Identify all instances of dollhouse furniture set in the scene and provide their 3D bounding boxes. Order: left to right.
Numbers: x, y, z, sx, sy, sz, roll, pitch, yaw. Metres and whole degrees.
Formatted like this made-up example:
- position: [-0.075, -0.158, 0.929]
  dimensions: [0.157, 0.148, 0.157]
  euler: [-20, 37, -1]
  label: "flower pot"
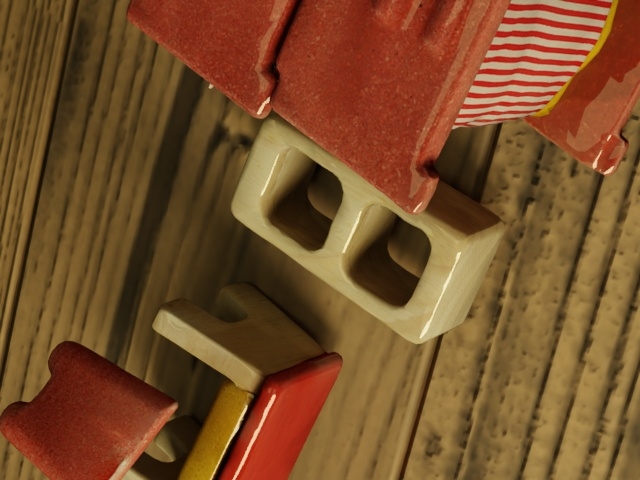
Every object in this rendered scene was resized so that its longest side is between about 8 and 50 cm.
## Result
- position: [0.000, 0.000, 0.829]
  dimensions: [0.152, 0.201, 0.374]
  euler: [34, 114, 23]
  label: "dollhouse furniture set"
